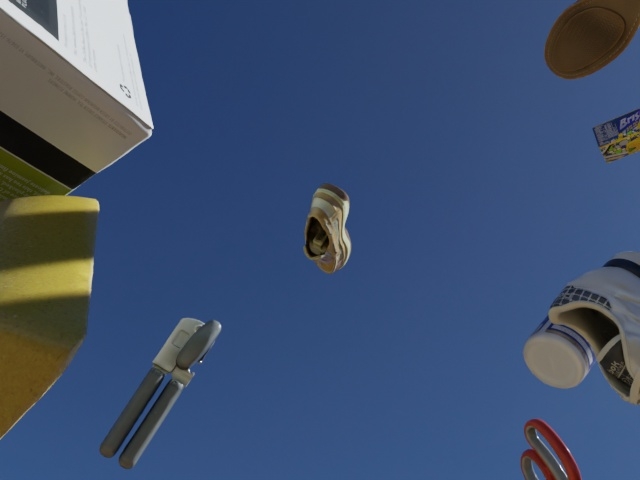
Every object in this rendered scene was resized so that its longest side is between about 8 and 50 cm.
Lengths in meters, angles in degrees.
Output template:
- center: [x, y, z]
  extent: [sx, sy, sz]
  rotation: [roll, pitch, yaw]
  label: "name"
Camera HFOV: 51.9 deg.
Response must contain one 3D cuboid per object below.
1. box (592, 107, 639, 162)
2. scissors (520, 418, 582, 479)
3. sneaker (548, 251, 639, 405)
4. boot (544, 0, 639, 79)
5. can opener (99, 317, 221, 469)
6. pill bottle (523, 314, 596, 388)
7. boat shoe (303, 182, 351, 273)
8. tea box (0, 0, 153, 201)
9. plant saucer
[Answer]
- center: [0.596, -0.208, 1.207]
  extent: [0.168, 0.054, 0.059]
  rotation: [-22, -37, 28]
  label: "box"
- center: [0.323, 0.348, 0.778]
  extent: [0.021, 0.297, 0.109]
  rotation: [-8, -51, -18]
  label: "scissors"
- center: [0.293, 0.116, 0.532]
  extent: [0.235, 0.094, 0.090]
  rotation: [48, -31, 31]
  label: "sneaker"
- center: [0.471, -0.390, 0.999]
  extent: [0.109, 0.220, 0.284]
  rotation: [37, -39, 13]
  label: "boot"
- center: [-0.272, 0.248, 1.123]
  extent: [0.074, 0.280, 0.093]
  rotation: [32, -25, -1]
  label: "can opener"
- center: [0.626, 0.229, 1.620]
  extent: [0.153, 0.264, 0.153]
  rotation: [28, -44, 31]
  label: "pill bottle"
- center: [0.000, 0.000, 0.950]
  extent: [0.068, 0.072, 0.190]
  rotation: [22, -31, 19]
  label: "boat shoe"
- center: [-0.394, -0.200, 0.728]
  extent: [0.323, 0.329, 0.220]
  rotation: [-29, -37, 15]
  label: "tea box"
- center: [-0.331, 0.106, 0.549]
  extent: [0.333, 0.333, 0.081]
  rotation: [-46, -64, 4]
  label: "plant saucer"
